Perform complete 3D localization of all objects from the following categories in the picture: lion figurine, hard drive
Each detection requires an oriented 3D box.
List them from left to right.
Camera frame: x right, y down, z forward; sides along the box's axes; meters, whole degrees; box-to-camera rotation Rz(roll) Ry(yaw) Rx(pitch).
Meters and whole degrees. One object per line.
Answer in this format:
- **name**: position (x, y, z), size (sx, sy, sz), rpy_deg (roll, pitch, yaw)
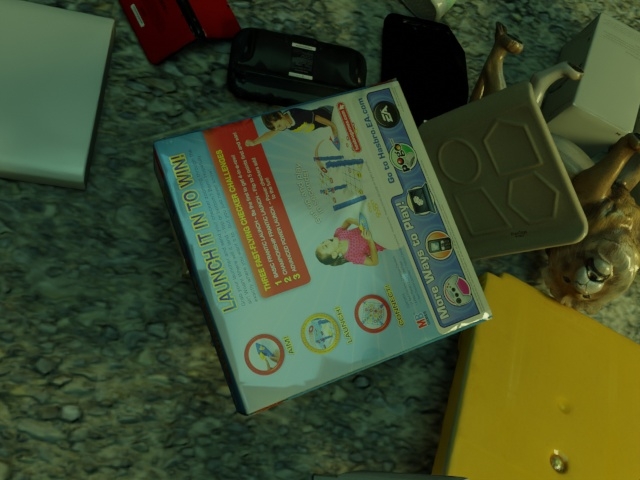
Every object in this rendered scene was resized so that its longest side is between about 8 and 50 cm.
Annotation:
- **hard drive**: position (-0.455, -0.203, 0.795), size (0.352, 0.047, 0.233), rpy_deg (8, 74, -12)
- **lion figurine**: position (0.318, -0.105, 0.907), size (0.142, 0.240, 0.392), rpy_deg (-10, 53, -41)

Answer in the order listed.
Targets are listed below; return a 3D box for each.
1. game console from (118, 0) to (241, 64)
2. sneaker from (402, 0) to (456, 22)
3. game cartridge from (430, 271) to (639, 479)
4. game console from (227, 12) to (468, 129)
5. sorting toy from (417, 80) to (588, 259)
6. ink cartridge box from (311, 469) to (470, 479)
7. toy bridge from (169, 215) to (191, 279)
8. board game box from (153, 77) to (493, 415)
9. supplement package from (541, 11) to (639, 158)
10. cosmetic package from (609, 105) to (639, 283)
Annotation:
- **game console**: position (-0.202, -0.328, 0.909), size (0.124, 0.085, 0.144), rpy_deg (-29, 83, 12)
- **sneaker**: position (0.136, -0.478, 0.991), size (0.256, 0.094, 0.151), rpy_deg (45, 75, -10)
- **game cartridge**: position (0.300, 0.221, 0.831), size (0.285, 0.053, 0.324), rpy_deg (28, 51, -6)
- **game console**: position (0.048, -0.243, 0.936), size (0.360, 0.044, 0.213), rpy_deg (8, 74, -14)
- **sorting toy**: position (0.236, -0.085, 0.849), size (0.038, 0.193, 0.208), rpy_deg (-28, 98, -37)
- **ink cartridge box**: position (0.080, 0.373, 0.707), size (0.045, 0.224, 0.224), rpy_deg (6, 74, -39)
- **toy bridge**: position (-0.163, -0.043, 0.838), size (0.063, 0.026, 0.188), rpy_deg (9, 73, -11)
- **board game box**: position (0.000, 0.000, 0.741), size (0.301, 0.086, 0.309), rpy_deg (-18, 82, -17)
- **supplement package**: position (0.427, -0.238, 0.999), size (0.105, 0.105, 0.179), rpy_deg (26, 70, -7)
- **cosmetic package**: position (0.536, -0.090, 0.985), size (0.160, 0.113, 0.310), rpy_deg (21, 71, -9)
